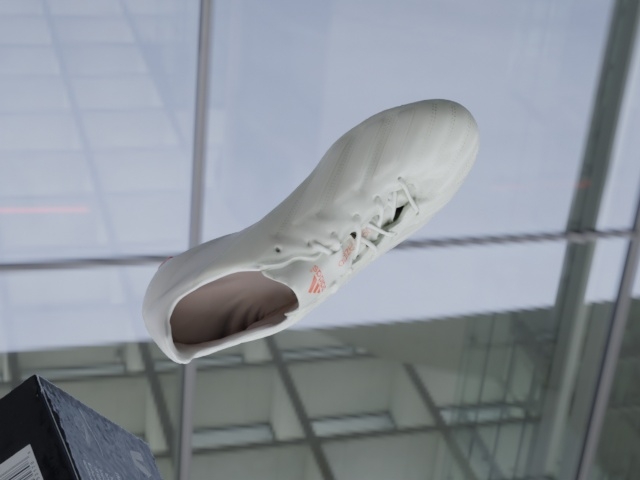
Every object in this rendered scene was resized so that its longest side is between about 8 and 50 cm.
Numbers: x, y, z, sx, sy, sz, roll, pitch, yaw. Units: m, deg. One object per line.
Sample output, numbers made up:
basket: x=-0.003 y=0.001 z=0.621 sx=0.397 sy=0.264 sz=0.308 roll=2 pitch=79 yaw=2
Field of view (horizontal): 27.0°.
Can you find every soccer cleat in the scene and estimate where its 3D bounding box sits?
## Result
soccer cleat: x=0.000 y=0.000 z=0.664 sx=0.196 sy=0.068 sz=0.076 roll=-32 pitch=-156 yaw=3

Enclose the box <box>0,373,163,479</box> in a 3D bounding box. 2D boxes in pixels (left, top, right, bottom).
box: x=-0.168 y=0.203 z=0.936 sx=0.093 sy=0.158 sz=0.156 roll=-35 pitch=-127 yaw=6
